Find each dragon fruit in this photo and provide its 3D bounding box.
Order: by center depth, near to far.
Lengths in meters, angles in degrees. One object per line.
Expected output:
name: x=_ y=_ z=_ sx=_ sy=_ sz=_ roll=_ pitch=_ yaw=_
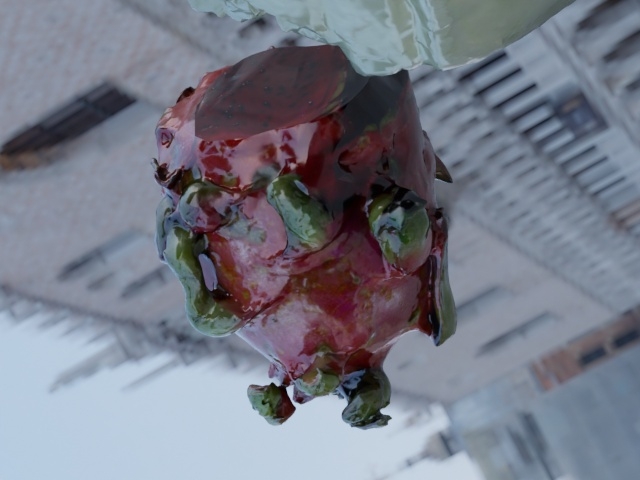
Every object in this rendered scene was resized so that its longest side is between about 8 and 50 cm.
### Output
dragon fruit: x=0.000 y=0.000 z=0.821 sx=0.166 sy=0.160 sz=0.172 roll=35 pitch=155 yaw=53

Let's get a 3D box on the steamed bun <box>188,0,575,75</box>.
steamed bun: x=0.020 y=-0.219 z=0.583 sx=0.272 sy=0.290 sz=0.273 roll=20 pitch=171 yaw=9
